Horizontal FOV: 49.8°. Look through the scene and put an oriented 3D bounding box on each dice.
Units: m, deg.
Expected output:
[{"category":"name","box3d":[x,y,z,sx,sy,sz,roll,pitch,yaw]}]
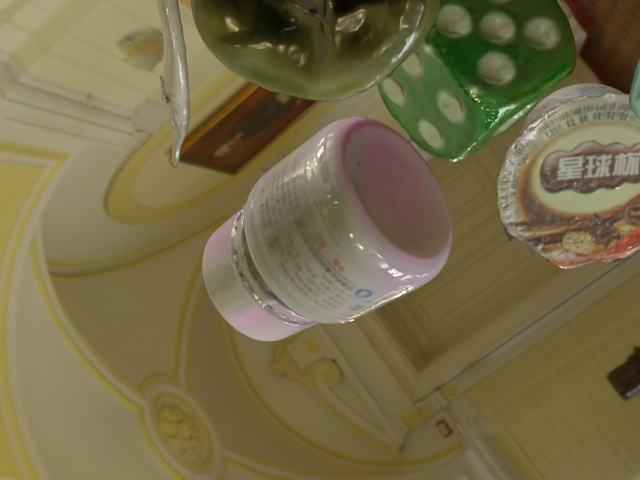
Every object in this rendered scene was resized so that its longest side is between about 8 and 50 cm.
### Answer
[{"category":"dice","box3d":[0.302,-0.356,1.397,0.300,0.287,0.297,52,163,6]}]

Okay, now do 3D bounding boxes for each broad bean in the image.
[{"category":"broad bean","box3d":[-0.002,-0.194,0.573,0.072,0.206,0.153,-17,-77,-75]}]

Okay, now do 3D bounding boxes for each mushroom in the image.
[{"category":"mushroom","box3d":[-0.141,-0.193,0.646,0.068,0.043,0.306,-79,-8,-58]}]

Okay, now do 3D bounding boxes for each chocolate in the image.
[{"category":"chocolate","box3d":[0.288,-0.086,0.741,0.221,0.221,0.147,48,-152,-19]}]

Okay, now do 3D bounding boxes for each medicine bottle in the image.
[{"category":"medicine bottle","box3d":[0.000,0.000,1.013,0.256,0.324,0.256,27,-133,-33]}]

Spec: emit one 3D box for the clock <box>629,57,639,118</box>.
[{"category":"clock","box3d":[0.193,-0.114,0.300,0.045,0.108,0.147,34,-128,3]}]
